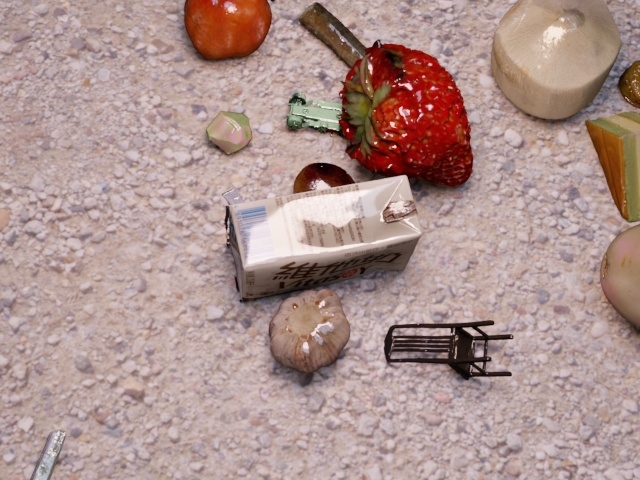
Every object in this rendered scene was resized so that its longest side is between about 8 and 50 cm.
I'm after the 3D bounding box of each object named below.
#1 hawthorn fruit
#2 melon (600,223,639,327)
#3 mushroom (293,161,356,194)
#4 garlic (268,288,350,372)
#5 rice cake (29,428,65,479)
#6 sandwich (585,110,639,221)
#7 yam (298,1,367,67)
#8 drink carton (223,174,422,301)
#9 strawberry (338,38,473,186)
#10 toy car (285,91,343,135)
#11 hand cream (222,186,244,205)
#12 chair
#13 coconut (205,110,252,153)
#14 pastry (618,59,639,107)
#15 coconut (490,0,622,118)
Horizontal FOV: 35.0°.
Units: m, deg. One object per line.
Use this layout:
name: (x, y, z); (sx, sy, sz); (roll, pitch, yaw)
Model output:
hawthorn fruit: (-0.183, -0.439, 1.972); (0.189, 0.189, 0.189); (1, 69, -3)
melon: (0.661, 0.075, 1.804); (0.317, 0.223, 0.223); (10, 69, -2)
mushroom: (0.010, -0.095, 1.919); (0.123, 0.052, 0.123); (1, 73, -3)
garlic: (-0.019, 0.164, 1.793); (0.147, 0.102, 0.159); (6, 57, 13)
rice cake: (-0.476, 0.417, 1.701); (0.033, 0.033, 0.207); (20, 68, -7)
sandwich: (0.610, -0.147, 1.998); (0.117, 0.144, 0.187); (-12, 106, -8)
yam: (0.069, -0.374, 2.027); (0.061, 0.061, 0.274); (-42, 79, -17)
drink carton: (-0.001, 0.000, 1.804); (0.325, 0.194, 0.132); (-11, 72, -8)
strawberry: (0.171, -0.228, 1.868); (0.258, 0.261, 0.261); (1, 68, -26)
toy car: (0.005, -0.241, 1.972); (0.143, 0.054, 0.073); (7, 71, 1)
hand cream: (-0.151, -0.058, 1.915); (0.030, 0.019, 0.093); (-29, 67, -12)
chair: (0.228, 0.196, 1.817); (0.213, 0.101, 0.084); (-7, 63, 34)
coconut: (-0.170, -0.209, 1.937); (0.081, 0.082, 0.083); (-44, 33, 5)
pastry: (0.654, -0.314, 2.043); (0.097, 0.057, 0.109); (-8, 72, -13)
coconut: (0.455, -0.373, 1.948); (0.245, 0.247, 0.244); (1, 69, -2)
